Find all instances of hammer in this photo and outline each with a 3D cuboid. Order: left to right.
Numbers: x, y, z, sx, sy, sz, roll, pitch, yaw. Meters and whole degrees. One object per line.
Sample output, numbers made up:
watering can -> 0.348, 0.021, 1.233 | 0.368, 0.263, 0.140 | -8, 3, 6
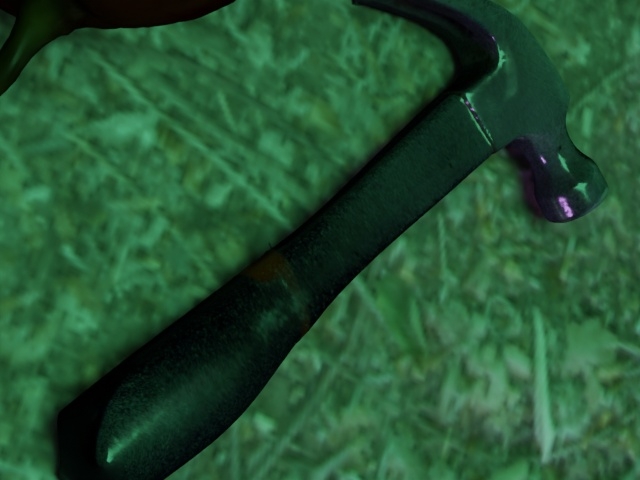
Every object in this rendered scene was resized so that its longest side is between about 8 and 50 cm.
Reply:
hammer -> 0.000, 0.000, 0.805 | 0.290, 0.037, 0.137 | -41, 108, -31

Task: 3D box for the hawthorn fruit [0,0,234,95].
hawthorn fruit -> -0.077, -0.176, 0.675 | 0.224, 0.224, 0.261 | 0, 99, -35
